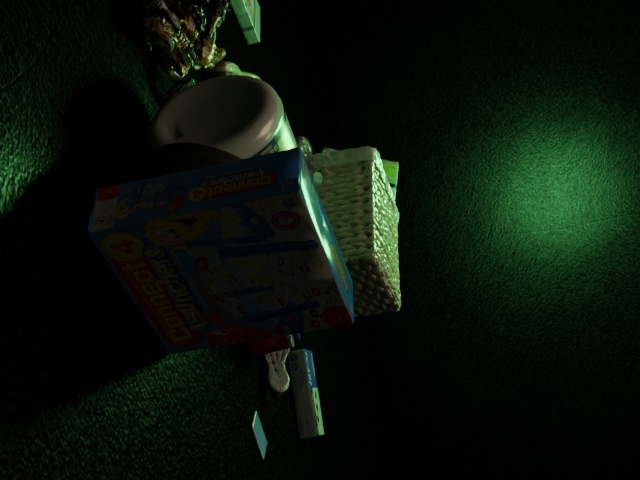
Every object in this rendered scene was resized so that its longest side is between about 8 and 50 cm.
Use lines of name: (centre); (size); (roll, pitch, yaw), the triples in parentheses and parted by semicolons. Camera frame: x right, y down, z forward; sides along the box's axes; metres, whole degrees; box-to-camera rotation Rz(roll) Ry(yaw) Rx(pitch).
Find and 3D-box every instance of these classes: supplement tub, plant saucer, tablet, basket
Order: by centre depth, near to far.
plant saucer: (-0.157, -0.040, 1.415); (0.041, 0.278, 0.278); (-64, 149, -34)
supplement tub: (-0.139, -0.097, 1.600); (0.235, 0.235, 0.325); (-90, 164, -46)
tablet: (-0.122, 0.389, 1.827); (0.054, 0.006, 0.083); (-80, 157, -64)
basket: (0.000, 0.000, 2.006); (0.331, 0.328, 0.266); (61, 23, -60)

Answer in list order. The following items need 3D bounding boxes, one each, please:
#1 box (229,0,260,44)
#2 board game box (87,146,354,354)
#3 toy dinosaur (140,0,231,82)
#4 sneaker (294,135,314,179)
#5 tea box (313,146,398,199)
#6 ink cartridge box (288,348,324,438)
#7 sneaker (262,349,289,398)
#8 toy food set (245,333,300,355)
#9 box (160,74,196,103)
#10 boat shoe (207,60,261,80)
box: (-0.200, -0.623, 2.360); (0.186, 0.038, 0.145); (65, 17, -50)
board game box: (-0.132, 0.028, 1.333); (0.308, 0.302, 0.086); (67, 16, -46)
toy dinosaur: (-0.251, -0.392, 1.689); (0.322, 0.164, 0.218); (162, -68, -82)
sneaker: (-0.099, -0.088, 1.836); (0.281, 0.115, 0.105); (-69, 158, -15)
tea box: (0.066, -0.033, 2.397); (0.323, 0.220, 0.329); (-76, 177, -67)
ink cartridge box: (-0.035, 0.369, 2.203); (0.097, 0.046, 0.207); (43, 37, -75)
sneaker: (-0.101, 0.270, 1.978); (0.065, 0.061, 0.158); (108, -14, -48)
toy food set: (-0.105, 0.168, 1.870); (0.232, 0.104, 0.111); (60, 22, -61)
box: (-0.247, -0.251, 1.664); (0.018, 0.067, 0.083); (37, -13, 30)
boat shoe: (-0.190, -0.339, 2.033); (0.223, 0.080, 0.073); (12, 73, -73)
